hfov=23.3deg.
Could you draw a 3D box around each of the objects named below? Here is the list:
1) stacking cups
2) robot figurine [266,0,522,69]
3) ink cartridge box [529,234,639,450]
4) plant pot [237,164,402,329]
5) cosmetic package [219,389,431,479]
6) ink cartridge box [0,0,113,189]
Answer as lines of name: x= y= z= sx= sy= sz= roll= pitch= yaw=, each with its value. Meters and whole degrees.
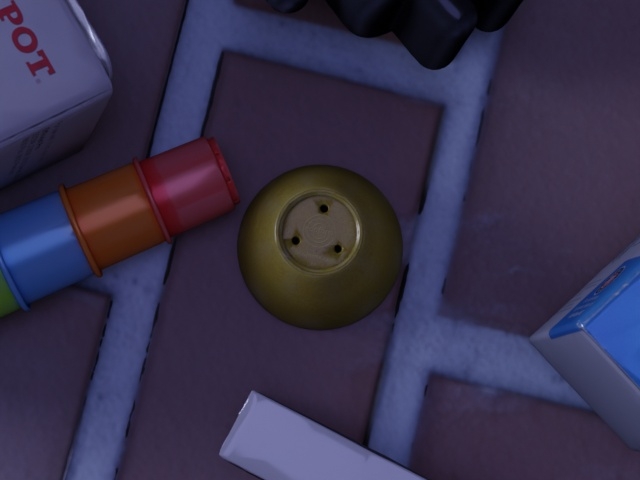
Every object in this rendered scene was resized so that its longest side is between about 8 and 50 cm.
stacking cups: x=-0.219 y=0.001 z=1.209 sx=0.316 sy=0.096 sz=0.096 roll=-25 pitch=83 yaw=-3
robot figurine: x=0.045 y=-0.272 z=1.202 sx=0.173 sy=0.209 sz=0.278 roll=-40 pitch=83 yaw=35
ink cartridge box: x=0.320 y=0.009 z=1.143 sx=0.307 sy=0.223 sz=0.129 roll=-43 pitch=85 yaw=-5
plant pot: x=0.000 y=0.000 z=1.209 sx=0.134 sy=0.095 sz=0.134 roll=0 pitch=83 yaw=0
cosmetic package: x=0.042 y=0.194 z=1.184 sx=0.239 sy=0.099 sz=0.060 roll=27 pitch=86 yaw=4
ink cartridge box: x=-0.394 y=-0.126 z=1.131 sx=0.395 sy=0.166 sz=0.285 roll=-28 pitch=85 yaw=-23
